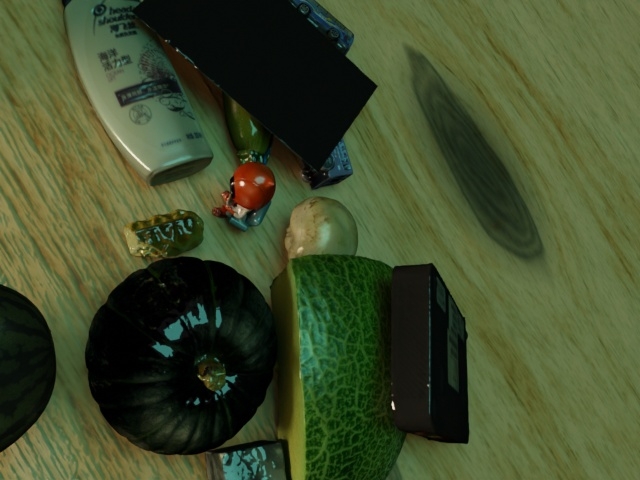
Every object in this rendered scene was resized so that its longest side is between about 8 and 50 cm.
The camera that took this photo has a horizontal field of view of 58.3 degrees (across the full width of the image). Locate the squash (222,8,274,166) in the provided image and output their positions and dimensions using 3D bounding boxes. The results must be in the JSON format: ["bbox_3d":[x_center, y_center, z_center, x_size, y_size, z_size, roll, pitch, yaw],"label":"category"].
[{"bbox_3d":[-0.121,-0.250,0.948,0.087,0.087,0.332,2,74,-26],"label":"squash"}]

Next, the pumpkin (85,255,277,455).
[{"bbox_3d":[-0.166,0.146,0.725,0.249,0.216,0.250,-5,101,-29],"label":"pumpkin"}]

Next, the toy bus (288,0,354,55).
[{"bbox_3d":[-0.006,-0.405,1.073,0.153,0.051,0.061,37,56,-11],"label":"toy bus"}]

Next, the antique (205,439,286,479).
[{"bbox_3d":[-0.092,0.366,0.758,0.086,0.088,0.183,-3,76,-27],"label":"antique"}]

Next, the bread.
[{"bbox_3d":[-0.221,-0.008,0.834,0.110,0.060,0.066,-18,53,-31],"label":"bread"}]

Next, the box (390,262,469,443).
[{"bbox_3d":[0.170,0.180,0.837,0.350,0.058,0.211,45,44,-61],"label":"box"}]

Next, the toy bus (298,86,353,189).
[{"bbox_3d":[-0.005,-0.177,0.987,0.076,0.073,0.167,-12,83,-32],"label":"toy bus"}]

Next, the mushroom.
[{"bbox_3d":[0.000,0.000,0.907,0.148,0.112,0.148,-3,90,-70],"label":"mushroom"}]

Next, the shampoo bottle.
[{"bbox_3d":[-0.295,-0.260,0.867,0.134,0.078,0.360,-24,85,-26],"label":"shampoo bottle"}]

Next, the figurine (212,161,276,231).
[{"bbox_3d":[-0.108,-0.066,0.860,0.075,0.140,0.068,32,60,-12],"label":"figurine"}]

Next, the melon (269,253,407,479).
[{"bbox_3d":[0.028,0.214,0.823,0.331,0.226,0.344,27,51,-65],"label":"melon"}]

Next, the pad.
[{"bbox_3d":[-0.086,-0.307,0.934,0.367,0.007,0.248,40,56,-13],"label":"pad"}]

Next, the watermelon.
[{"bbox_3d":[-0.397,0.141,0.612,0.212,0.212,0.212,8,70,-24],"label":"watermelon"}]
